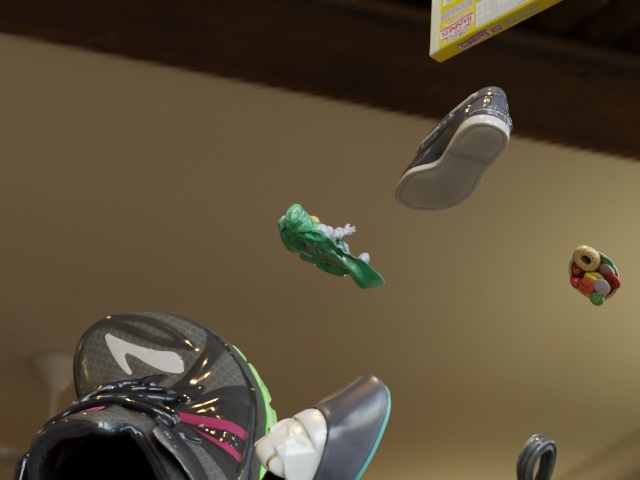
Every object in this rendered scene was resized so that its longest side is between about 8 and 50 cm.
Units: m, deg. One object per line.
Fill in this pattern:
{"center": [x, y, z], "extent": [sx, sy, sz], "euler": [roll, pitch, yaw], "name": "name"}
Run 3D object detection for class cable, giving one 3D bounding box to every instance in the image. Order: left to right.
{"center": [0.301, 0.379, 2.101], "extent": [0.139, 0.072, 0.287], "euler": [-40, -46, -12], "name": "cable"}

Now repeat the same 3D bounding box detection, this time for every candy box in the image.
{"center": [0.215, -0.300, 1.779], "extent": [0.027, 0.105, 0.206], "euler": [25, -33, -37], "name": "candy box"}

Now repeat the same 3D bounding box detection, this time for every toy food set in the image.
{"center": [0.393, 0.051, 2.108], "extent": [0.082, 0.020, 0.083], "euler": [35, -49, 19], "name": "toy food set"}

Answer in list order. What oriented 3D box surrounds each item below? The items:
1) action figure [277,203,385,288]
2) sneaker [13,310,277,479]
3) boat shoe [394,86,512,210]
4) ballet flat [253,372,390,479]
{"center": [0.000, 0.000, 2.023], "extent": [0.137, 0.063, 0.232], "euler": [12, -13, 22], "name": "action figure"}
{"center": [-0.147, 0.179, 1.235], "extent": [0.185, 0.483, 0.202], "euler": [-41, -61, 7], "name": "sneaker"}
{"center": [0.147, -0.097, 1.606], "extent": [0.075, 0.065, 0.206], "euler": [21, -32, -15], "name": "boat shoe"}
{"center": [-0.025, 0.176, 1.017], "extent": [0.074, 0.074, 0.203], "euler": [23, -78, -38], "name": "ballet flat"}
